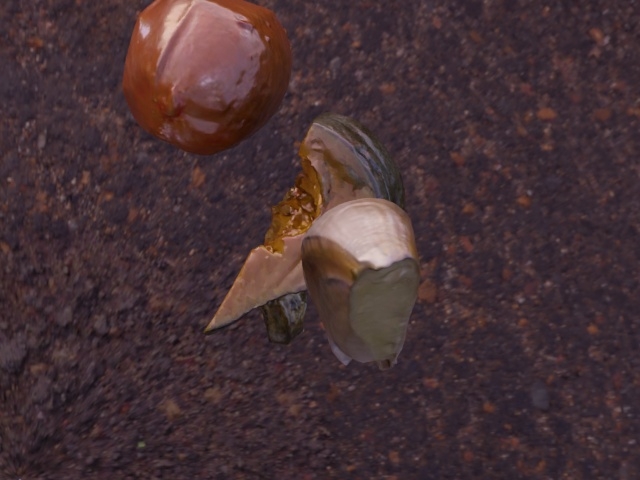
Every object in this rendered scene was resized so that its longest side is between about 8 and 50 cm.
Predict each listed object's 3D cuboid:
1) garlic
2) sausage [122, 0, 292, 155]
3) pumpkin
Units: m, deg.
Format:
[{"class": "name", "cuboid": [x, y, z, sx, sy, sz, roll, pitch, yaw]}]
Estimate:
[{"class": "garlic", "cuboid": [0.031, 0.029, 0.714, 0.087, 0.195, 0.101, -12, 58, -10]}, {"class": "sausage", "cuboid": [-0.108, -0.173, 0.899, 0.153, 0.268, 0.141, 18, 107, -1]}, {"class": "pumpkin", "cuboid": [0.000, 0.006, 0.886, 0.126, 0.131, 0.248, 28, 99, 1]}]
